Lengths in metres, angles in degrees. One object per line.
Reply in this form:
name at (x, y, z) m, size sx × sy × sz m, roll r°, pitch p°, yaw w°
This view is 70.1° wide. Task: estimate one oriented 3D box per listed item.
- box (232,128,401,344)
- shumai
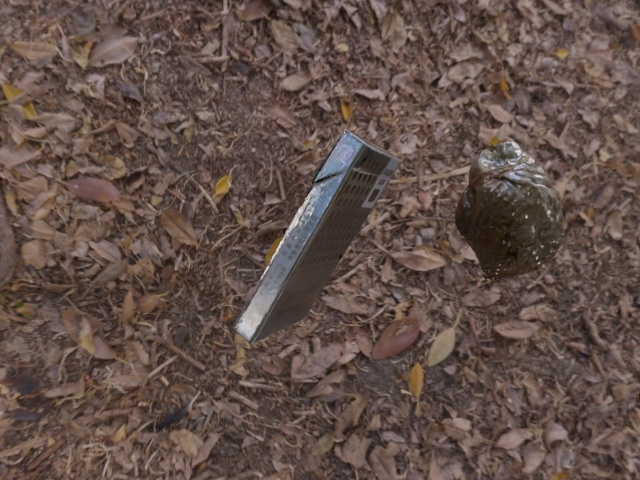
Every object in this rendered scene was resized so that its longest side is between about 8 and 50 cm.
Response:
box at (0.001, 0.000, 0.691) m, size 0.047 × 0.180 × 0.324 m, roll 35°, pitch 106°, yaw 18°
shumai at (0.353, -0.064, 0.814) m, size 0.185 × 0.184 × 0.218 m, roll -46°, pitch 117°, yaw -27°
